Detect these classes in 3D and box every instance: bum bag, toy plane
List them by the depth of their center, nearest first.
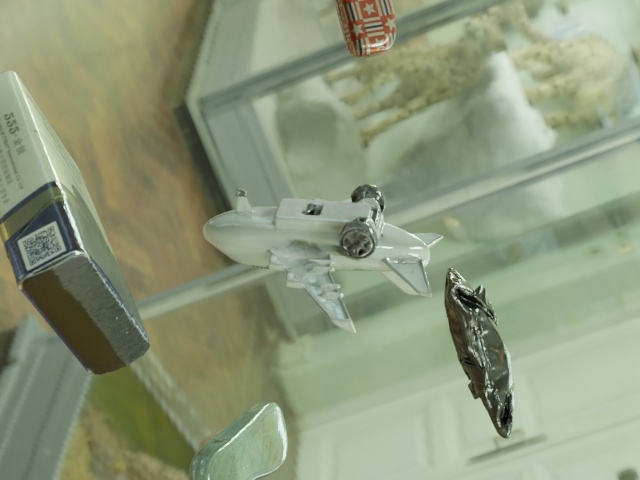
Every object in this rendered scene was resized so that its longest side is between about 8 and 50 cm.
[{"bbox_3d":[0.113,0.077,0.923,0.058,0.034,0.124,-42,115,-73],"label":"bum bag"},{"bbox_3d":[0.001,-0.004,1.394,0.251,0.255,0.101,-72,171,-57],"label":"toy plane"}]

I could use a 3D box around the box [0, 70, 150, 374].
[{"bbox_3d":[-0.248,-0.017,1.208,0.259,0.071,0.168,59,-4,38],"label":"box"}]

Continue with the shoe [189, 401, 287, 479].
[{"bbox_3d":[-0.101,0.228,1.398,0.195,0.078,0.079,-33,116,-66],"label":"shoe"}]

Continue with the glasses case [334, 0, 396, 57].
[{"bbox_3d":[0.050,-0.336,1.719,0.049,0.073,0.194,161,-84,-70],"label":"glasses case"}]
